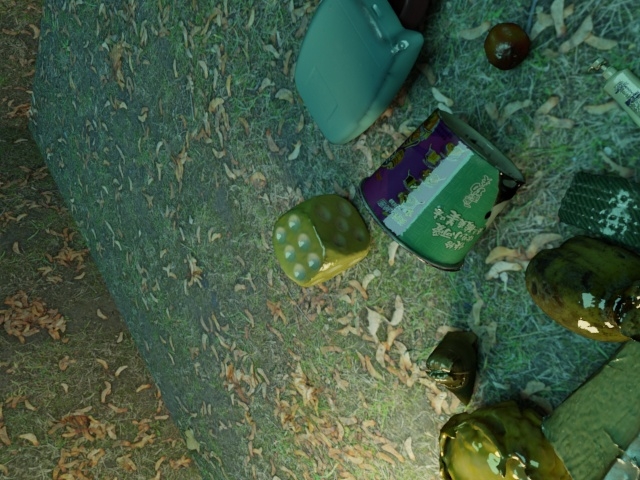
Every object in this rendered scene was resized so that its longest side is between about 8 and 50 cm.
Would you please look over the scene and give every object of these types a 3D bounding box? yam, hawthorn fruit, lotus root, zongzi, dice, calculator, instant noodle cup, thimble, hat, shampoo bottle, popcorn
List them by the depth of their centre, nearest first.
[{"bbox_3d":[0.407,0.077,0.659,0.154,0.278,0.153,0,98,0],"label":"lotus root"},{"bbox_3d":[0.496,0.252,0.666,0.202,0.202,0.271,9,114,-4],"label":"yam"},{"bbox_3d":[0.461,-0.223,0.674,0.141,0.034,0.049,56,139,17],"label":"shampoo bottle"},{"bbox_3d":[0.443,-0.043,0.679,0.135,0.119,0.090,35,109,51],"label":"thimble"},{"bbox_3d":[0.313,-0.328,0.763,0.077,0.077,0.077,14,111,41],"label":"hawthorn fruit"},{"bbox_3d":[0.222,-0.098,0.807,0.251,0.251,0.190,50,121,21],"label":"instant noodle cup"},{"bbox_3d":[0.346,0.428,0.858,0.250,0.190,0.250,27,128,39],"label":"popcorn"},{"bbox_3d":[0.136,-0.484,0.866,0.206,0.089,0.205,31,132,41],"label":"hat"},{"bbox_3d":[0.265,0.286,0.914,0.079,0.160,0.175,4,103,38],"label":"zongzi"},{"bbox_3d":[0.048,-0.362,0.955,0.256,0.055,0.386,60,153,6],"label":"calculator"},{"bbox_3d":[0.000,0.000,1.076,0.166,0.170,0.169,-41,73,42],"label":"dice"}]
